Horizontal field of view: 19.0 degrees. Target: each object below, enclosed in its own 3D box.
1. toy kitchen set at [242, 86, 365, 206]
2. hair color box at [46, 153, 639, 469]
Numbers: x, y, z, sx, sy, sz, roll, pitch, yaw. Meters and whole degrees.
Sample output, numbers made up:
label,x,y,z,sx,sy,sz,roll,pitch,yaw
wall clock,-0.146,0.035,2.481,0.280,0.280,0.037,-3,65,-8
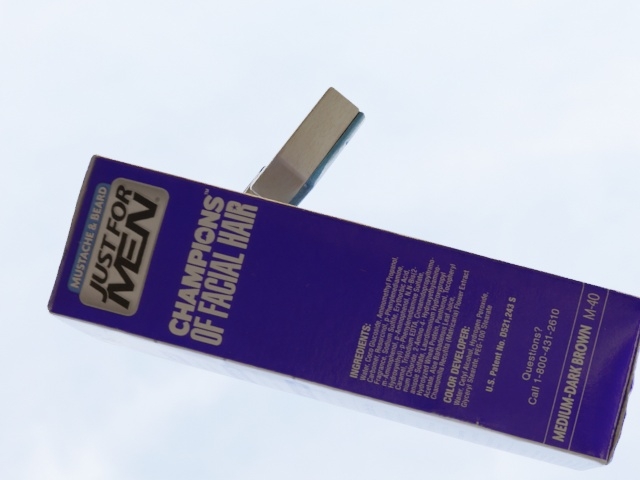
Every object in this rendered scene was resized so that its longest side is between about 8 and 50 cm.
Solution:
label,x,y,z,sx,sy,sz,roll,pitch,yaw
toy kitchen set,0.000,0.000,1.732,0.166,0.207,0.122,39,-136,-4
hair color box,0.019,0.049,1.182,0.339,0.110,0.185,13,173,5
